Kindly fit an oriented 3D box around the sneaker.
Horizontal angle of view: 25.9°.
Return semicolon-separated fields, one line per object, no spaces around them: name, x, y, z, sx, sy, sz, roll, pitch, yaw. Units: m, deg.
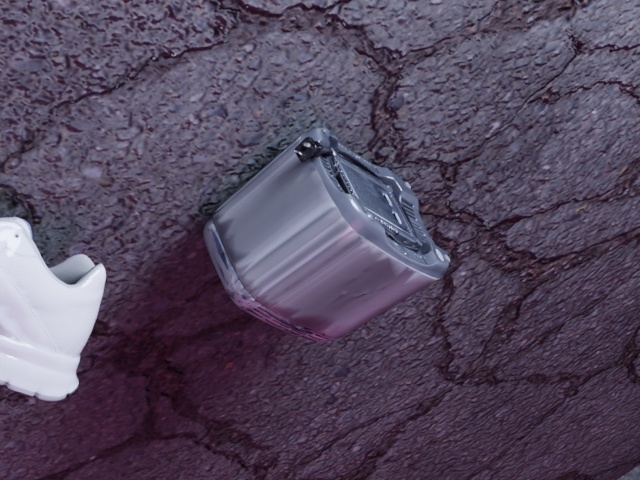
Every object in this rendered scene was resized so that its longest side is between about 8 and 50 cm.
sneaker;-0.298;0.025;1.079;0.297;0.111;0.129;25;90;-42

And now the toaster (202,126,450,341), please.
toaster;0.000;0.000;1.236;0.146;0.129;0.227;-37;149;17
